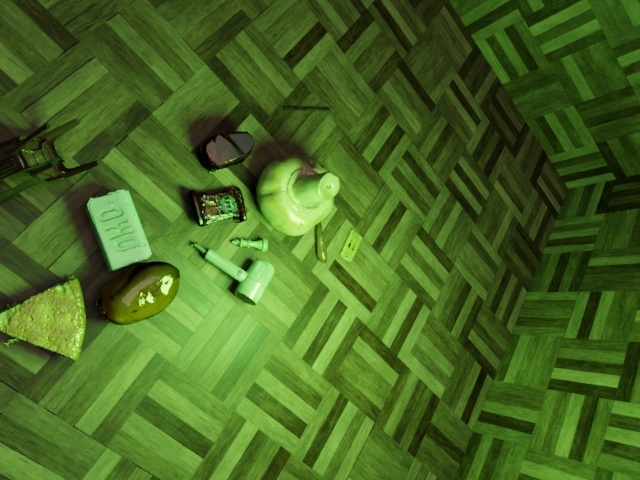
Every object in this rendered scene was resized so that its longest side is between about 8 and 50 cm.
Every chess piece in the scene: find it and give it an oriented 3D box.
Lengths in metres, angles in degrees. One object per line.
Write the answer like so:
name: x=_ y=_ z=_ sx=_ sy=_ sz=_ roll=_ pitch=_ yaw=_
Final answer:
chess piece: x=-0.295 y=0.013 z=1.898 sx=0.149 sy=0.059 sz=0.059 roll=7 pitch=80 yaw=-30

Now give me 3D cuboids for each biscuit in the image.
biscuit: x=-0.407 y=-0.135 z=1.832 sx=0.235 sy=0.063 sz=0.152 roll=-11 pitch=91 yaw=-38

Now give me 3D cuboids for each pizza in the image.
pizza: x=-0.898 y=0.237 z=1.447 sx=0.287 sy=0.075 sz=0.280 roll=9 pitch=75 yaw=-31

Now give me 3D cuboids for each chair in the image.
chair: x=-0.922 y=-0.251 z=1.465 sx=0.326 sy=0.183 sz=0.176 roll=-20 pitch=99 yaw=10

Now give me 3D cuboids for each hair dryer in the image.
hair dryer: x=-0.361 y=0.095 z=1.825 sx=0.357 sy=0.107 sz=0.173 roll=37 pitch=62 yaw=-18

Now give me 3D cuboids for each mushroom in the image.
mushroom: x=-0.084 y=-0.182 z=1.936 sx=0.352 sy=0.353 sz=0.326 roll=5 pitch=112 yaw=-34

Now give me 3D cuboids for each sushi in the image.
sushi: x=-0.379 y=-0.366 z=1.850 sx=0.225 sy=0.126 sz=0.137 roll=-29 pitch=102 yaw=-28

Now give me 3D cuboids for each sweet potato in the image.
sweet potato: x=0.000 y=0.000 z=2.107 sx=0.050 sy=0.050 sz=0.215 roll=-3 pitch=83 yaw=-35

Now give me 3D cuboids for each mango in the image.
mango: x=-0.624 y=0.182 z=1.586 sx=0.287 sy=0.152 sz=0.202 roll=-35 pitch=109 yaw=-32

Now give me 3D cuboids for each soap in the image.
soap: x=-0.704 y=-0.036 z=1.597 sx=0.150 sy=0.094 sz=0.262 roll=-22 pitch=97 yaw=-35

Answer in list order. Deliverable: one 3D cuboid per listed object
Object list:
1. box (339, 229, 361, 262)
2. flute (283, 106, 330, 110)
box: x=0.146 y=0.027 z=2.218 sx=0.073 sy=0.020 sz=0.149 roll=38 pitch=64 yaw=-26
flute: x=-0.059 y=-0.620 z=2.164 sx=0.269 sy=0.014 sz=0.014 roll=-10 pitch=90 yaw=-35
